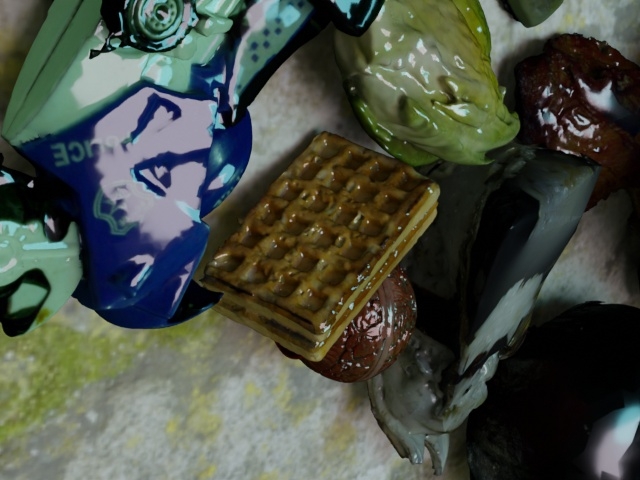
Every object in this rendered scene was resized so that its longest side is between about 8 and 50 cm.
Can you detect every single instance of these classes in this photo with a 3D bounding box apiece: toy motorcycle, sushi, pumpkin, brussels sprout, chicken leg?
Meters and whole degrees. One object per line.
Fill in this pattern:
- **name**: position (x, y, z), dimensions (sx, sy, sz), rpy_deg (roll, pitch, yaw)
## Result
- **toy motorcycle**: position (-0.090, -0.075, 0.713), dimensions (0.331, 0.125, 0.196), rpy_deg (-55, 134, -4)
- **sushi**: position (0.094, 0.046, 0.932), dimensions (0.134, 0.109, 0.273), rpy_deg (-24, 140, -47)
- **pumpkin**: position (0.232, 0.164, 1.041), dimensions (0.233, 0.163, 0.233), rpy_deg (-18, 121, -34)
- **brussels sprout**: position (0.065, -0.120, 0.829), dimensions (0.181, 0.100, 0.139), rpy_deg (12, 74, -45)
- **chicken leg**: position (0.252, -0.053, 1.034), dimensions (0.322, 0.083, 0.177), rpy_deg (24, 100, -41)

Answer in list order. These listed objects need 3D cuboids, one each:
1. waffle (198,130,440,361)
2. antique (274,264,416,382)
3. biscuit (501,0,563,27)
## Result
- **waffle**: position (0.000, 0.000, 0.808), dimensions (0.148, 0.102, 0.042), rpy_deg (-51, 149, -28)
- **antique**: position (0.020, 0.049, 0.859), dimensions (0.104, 0.104, 0.104), rpy_deg (-16, 117, -34)
- **biscuit**: position (0.115, -0.281, 0.848), dimensions (0.099, 0.038, 0.322), rpy_deg (-49, 131, -17)
